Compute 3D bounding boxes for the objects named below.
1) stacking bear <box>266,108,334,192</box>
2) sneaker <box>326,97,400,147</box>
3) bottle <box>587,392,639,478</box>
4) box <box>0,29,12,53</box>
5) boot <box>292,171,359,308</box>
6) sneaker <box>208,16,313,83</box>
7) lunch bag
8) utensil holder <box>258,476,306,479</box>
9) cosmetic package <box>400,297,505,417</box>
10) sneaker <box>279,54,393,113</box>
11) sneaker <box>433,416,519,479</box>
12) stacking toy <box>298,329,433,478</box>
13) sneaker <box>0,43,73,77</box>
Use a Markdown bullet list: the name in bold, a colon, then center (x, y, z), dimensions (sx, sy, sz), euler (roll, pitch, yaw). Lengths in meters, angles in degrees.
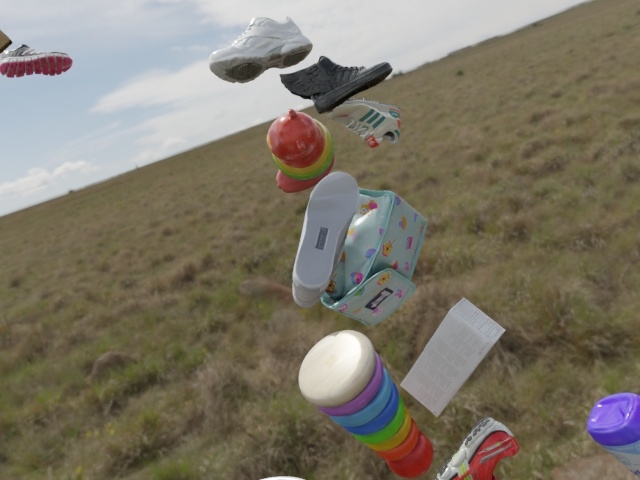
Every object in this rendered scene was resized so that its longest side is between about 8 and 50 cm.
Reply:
- **stacking bear**: center (-0.052, -0.226, 1.487), dimensions (0.164, 0.175, 0.289), euler (-9, -4, 4)
- **sneaker**: center (0.084, -0.209, 1.128), dimensions (0.161, 0.075, 0.057), euler (-1, -7, -36)
- **bottle**: center (0.595, 0.381, 1.062), dimensions (0.092, 0.283, 0.118), euler (-51, 5, -30)
- **box**: center (-0.608, -0.321, 0.947), dimensions (0.164, 0.201, 0.021), euler (-48, 8, -9)
- **boot**: center (0.000, 0.000, 1.179), dimensions (0.123, 0.095, 0.258), euler (111, -179, -63)
- **sneaker**: center (-0.137, -0.404, 1.290), dimensions (0.232, 0.115, 0.090), euler (-23, -12, -29)
- **lunch bag**: center (0.105, 0.041, 1.291), dimensions (0.160, 0.262, 0.223), euler (12, -9, 30)
- **utensil holder**: center (-0.063, 0.717, 1.186), dimensions (0.327, 0.385, 0.327), euler (-19, 19, 7)
- **cosmetic package**: center (0.249, 0.228, 1.194), dimensions (0.060, 0.099, 0.239), euler (-28, -29, -44)
- **sneaker**: center (0.026, -0.273, 1.023), dimensions (0.170, 0.089, 0.051), euler (-29, -3, 8)
- **sneaker**: center (0.315, 0.511, 1.316), dimensions (0.279, 0.118, 0.107), euler (-55, -16, 8)
- **stacking toy**: center (0.104, 0.305, 1.086), dimensions (0.141, 0.330, 0.141), euler (-26, 34, 19)
- **sneaker**: center (-0.698, -0.444, 1.518), dimensions (0.170, 0.075, 0.063), euler (-16, -31, -28)
